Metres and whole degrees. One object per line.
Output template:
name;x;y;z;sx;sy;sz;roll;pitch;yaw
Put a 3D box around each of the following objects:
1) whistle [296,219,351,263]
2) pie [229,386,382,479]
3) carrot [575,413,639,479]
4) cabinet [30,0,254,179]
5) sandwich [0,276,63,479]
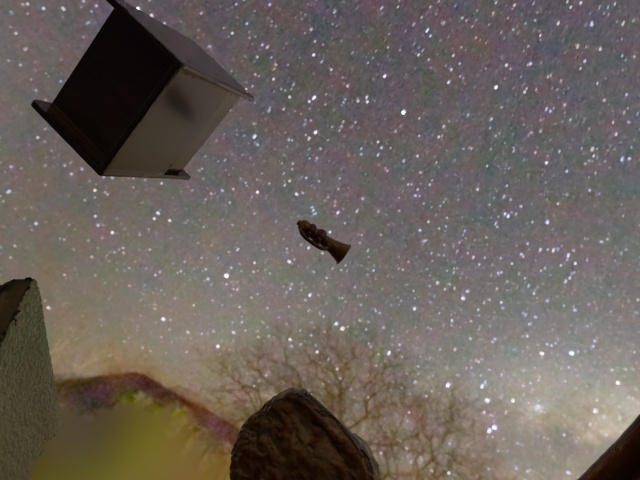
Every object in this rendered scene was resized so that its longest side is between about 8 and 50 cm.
whistle;-0.001;0.004;0.948;0.109;0.057;0.046;31;-38;-11
pie;-0.021;0.295;0.652;0.205;0.178;0.084;35;4;24
carrot;0.326;0.195;0.508;0.043;0.043;0.247;29;-72;6
cabinet;-0.235;-0.197;0.707;0.148;0.215;0.175;44;-75;8
sandwich;-0.404;0.204;0.670;0.063;0.244;0.212;5;-35;3
